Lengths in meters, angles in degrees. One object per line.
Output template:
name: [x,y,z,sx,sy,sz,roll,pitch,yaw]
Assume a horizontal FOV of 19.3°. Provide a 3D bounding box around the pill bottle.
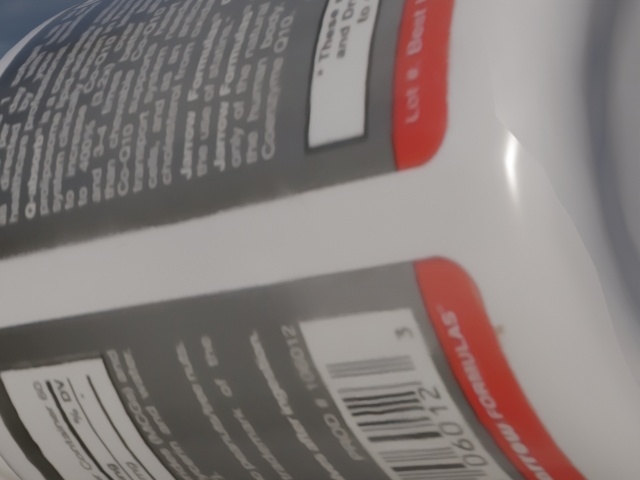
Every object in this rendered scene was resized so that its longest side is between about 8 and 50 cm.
pill bottle: [0.000,0.000,0.634,0.210,0.210,0.363,-6,-3,-44]
